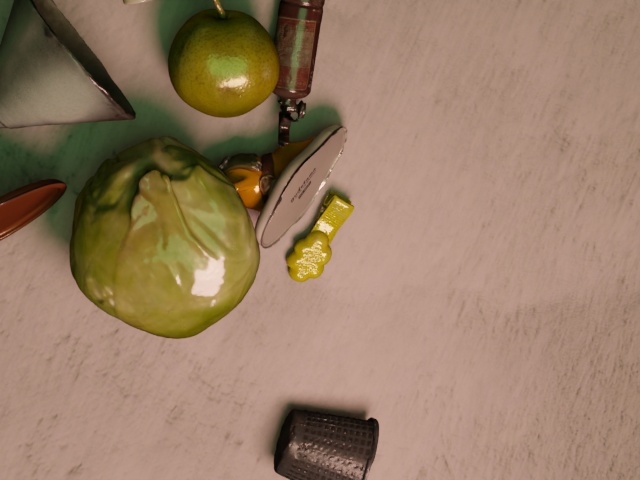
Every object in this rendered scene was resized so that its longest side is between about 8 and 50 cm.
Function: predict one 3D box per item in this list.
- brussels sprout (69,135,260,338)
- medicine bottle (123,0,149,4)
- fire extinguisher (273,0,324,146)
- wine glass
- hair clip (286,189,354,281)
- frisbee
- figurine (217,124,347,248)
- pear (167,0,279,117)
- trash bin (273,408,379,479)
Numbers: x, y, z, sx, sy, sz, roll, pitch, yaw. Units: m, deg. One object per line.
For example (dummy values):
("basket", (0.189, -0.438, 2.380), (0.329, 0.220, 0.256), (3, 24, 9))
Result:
("brussels sprout", (-0.256, 0.005, 1.886), (0.328, 0.247, 0.328), (0, 92, -1))
("medicine bottle", (-0.306, -0.492, 1.830), (0.059, 0.059, 0.231), (-12, 108, -10))
("fire extinguisher", (-0.052, -0.285, 1.924), (0.075, 0.106, 0.252), (12, 103, 11))
("wine glass", (-0.520, -0.177, 1.783), (0.406, 0.267, 0.267), (-36, 110, 5))
("hair clip", (0.000, 0.000, 2.051), (0.072, 0.046, 0.173), (30, 99, -15))
("frisbee", (-0.511, -0.029, 1.824), (0.250, 0.251, 0.021), (-31, 89, -3))
("figurine", (-0.078, -0.123, 1.982), (0.141, 0.166, 0.250), (32, 67, 17))
("pear", (-0.154, -0.304, 1.859), (0.180, 0.166, 0.216), (5, 118, 3))
("trash bin", (0.003, 0.387, 2.109), (0.161, 0.175, 0.175), (17, 101, -7))
